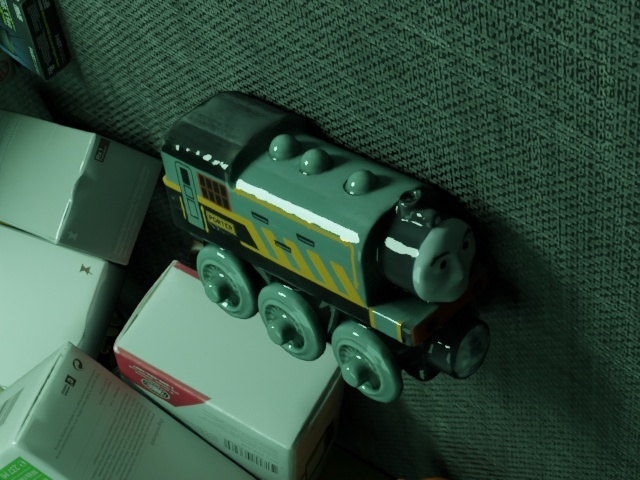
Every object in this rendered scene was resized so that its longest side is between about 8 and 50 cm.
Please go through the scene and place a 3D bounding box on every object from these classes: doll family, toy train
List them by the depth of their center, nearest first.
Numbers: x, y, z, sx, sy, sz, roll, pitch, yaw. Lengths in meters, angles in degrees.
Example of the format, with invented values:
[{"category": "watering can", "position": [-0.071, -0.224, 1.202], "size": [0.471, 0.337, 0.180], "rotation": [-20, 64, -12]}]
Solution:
[{"category": "toy train", "position": [0.000, 0.000, 1.222], "size": [0.334, 0.142, 0.190], "rotation": [27, 142, 38]}, {"category": "doll family", "position": [-0.305, 0.179, 2.042], "size": [0.076, 0.193, 0.111], "rotation": [11, 134, 13]}]

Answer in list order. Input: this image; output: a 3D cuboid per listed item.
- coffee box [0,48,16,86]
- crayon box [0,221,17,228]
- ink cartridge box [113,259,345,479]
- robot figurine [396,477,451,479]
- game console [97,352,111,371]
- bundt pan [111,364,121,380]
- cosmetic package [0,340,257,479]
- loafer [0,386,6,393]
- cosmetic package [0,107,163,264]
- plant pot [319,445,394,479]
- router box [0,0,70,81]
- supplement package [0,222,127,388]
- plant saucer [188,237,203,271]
[{"category": "coffee box", "position": [-0.583, -0.269, 1.521], "size": [0.337, 0.334, 0.338], "rotation": [37, 156, 22]}, {"category": "crayon box", "position": [-0.448, -0.014, 2.055], "size": [0.318, 0.081, 0.202], "rotation": [49, 157, -8]}, {"category": "ink cartridge box", "position": [-0.096, 0.178, 1.623], "size": [0.226, 0.131, 0.306], "rotation": [27, 158, 10]}, {"category": "robot figurine", "position": [0.146, 0.318, 1.503], "size": [0.158, 0.128, 0.219], "rotation": [8, 178, -32]}, {"category": "game console", "position": [-0.438, 0.120, 2.102], "size": [0.213, 0.044, 0.361], "rotation": [8, 161, 22]}, {"category": "bundt pan", "position": [-0.163, 0.298, 1.910], "size": [0.330, 0.124, 0.331], "rotation": [21, 145, 15]}, {"category": "cosmetic package", "position": [-0.205, 0.298, 1.579], "size": [0.365, 0.155, 0.197], "rotation": [39, 133, -16]}, {"category": "loafer", "position": [-0.398, 0.187, 1.967], "size": [0.268, 0.102, 0.092], "rotation": [42, 122, 10]}, {"category": "cosmetic package", "position": [-0.289, -0.063, 1.596], "size": [0.107, 0.127, 0.238], "rotation": [21, 179, -43]}, {"category": "plant pot", "position": [0.028, 0.413, 1.774], "size": [0.228, 0.207, 0.227], "rotation": [26, 151, 43]}, {"category": "router box", "position": [-0.312, -0.233, 1.492], "size": [0.092, 0.038, 0.122], "rotation": [35, 155, 24]}, {"category": "supplement package", "position": [-0.353, 0.083, 1.757], "size": [0.175, 0.178, 0.293], "rotation": [19, 175, -2]}, {"category": "plant saucer", "position": [-0.089, 0.052, 1.599], "size": [0.168, 0.029, 0.168], "rotation": [37, 156, 20]}]
